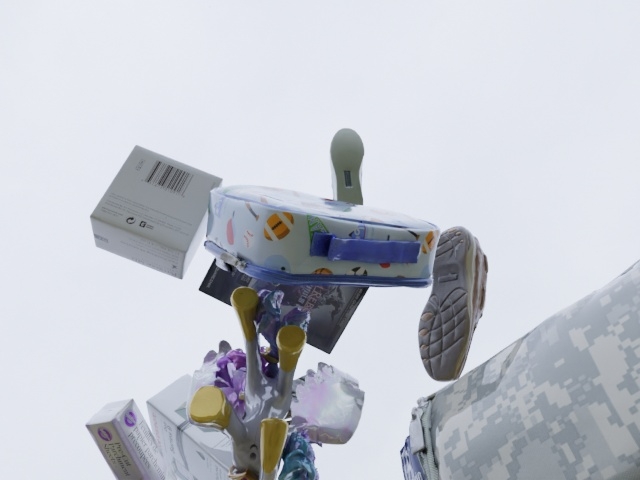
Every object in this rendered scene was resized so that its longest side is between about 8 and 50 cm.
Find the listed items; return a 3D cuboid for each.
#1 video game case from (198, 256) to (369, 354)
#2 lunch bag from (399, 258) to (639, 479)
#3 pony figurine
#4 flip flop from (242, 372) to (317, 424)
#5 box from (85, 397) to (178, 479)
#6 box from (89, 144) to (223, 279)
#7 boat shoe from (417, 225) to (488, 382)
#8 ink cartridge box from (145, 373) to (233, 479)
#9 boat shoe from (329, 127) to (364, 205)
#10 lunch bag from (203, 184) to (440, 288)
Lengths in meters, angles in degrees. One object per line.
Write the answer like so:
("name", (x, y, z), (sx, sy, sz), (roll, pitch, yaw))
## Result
("video game case", (-0.056, 0.067, 1.055), (0.274, 0.026, 0.196), (28, -80, -7))
("lunch bag", (0.225, 0.150, 0.367), (0.213, 0.255, 0.305), (18, -54, -45))
("pony figurine", (-0.086, 0.252, 0.867), (0.303, 0.350, 0.363), (6, -52, 5))
("flip flop", (-0.068, 0.328, 1.157), (0.277, 0.112, 0.080), (1, -62, -40))
("box", (-0.286, 0.422, 0.982), (0.067, 0.063, 0.323), (-15, -74, 24))
("box", (-0.303, -0.053, 1.085), (0.181, 0.181, 0.119), (21, -32, -3))
("boat shoe", (0.287, 0.132, 1.177), (0.117, 0.123, 0.324), (27, -112, -35))
("ink cartridge box", (-0.239, 0.461, 1.265), (0.122, 0.289, 0.211), (-30, -47, -41))
("boat shoe", (0.054, -0.141, 1.290), (0.080, 0.081, 0.227), (3, -113, -9))
("lunch bag", (0.000, 0.000, 0.785), (0.304, 0.243, 0.114), (3, -80, -35))
